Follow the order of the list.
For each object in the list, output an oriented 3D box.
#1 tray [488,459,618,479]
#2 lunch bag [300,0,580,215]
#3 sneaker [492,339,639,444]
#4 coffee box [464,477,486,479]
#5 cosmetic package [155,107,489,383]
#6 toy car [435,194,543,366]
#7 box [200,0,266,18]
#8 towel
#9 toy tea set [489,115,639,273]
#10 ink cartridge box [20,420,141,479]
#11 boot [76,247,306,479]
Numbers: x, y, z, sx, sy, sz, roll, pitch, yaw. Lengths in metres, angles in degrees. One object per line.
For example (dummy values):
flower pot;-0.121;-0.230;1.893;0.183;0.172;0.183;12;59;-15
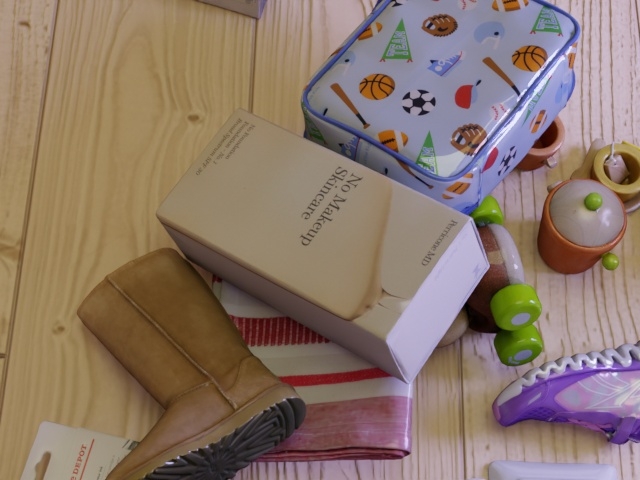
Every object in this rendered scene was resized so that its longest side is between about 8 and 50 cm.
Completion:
tray;0.252;0.357;1.318;0.145;0.030;0.270;2;63;-4
lunch bag;0.132;-0.176;1.418;0.243;0.115;0.303;30;63;24
sneaker;0.305;0.175;1.385;0.236;0.095;0.105;-12;73;-12
coffee box;0.010;0.439;1.078;0.337;0.338;0.335;-13;66;-12
cosmetic package;0.000;0.000;1.335;0.309;0.113;0.160;26;71;29
toy car;0.130;0.064;1.401;0.188;0.149;0.155;-17;53;-1
box;-0.154;-0.378;1.606;0.203;0.103;0.114;16;63;2
towel;-0.012;0.079;1.379;0.237;0.037;0.329;-5;61;17
toy tea set;0.235;-0.099;1.492;0.336;0.124;0.200;25;64;7
ink cartridge box;-0.211;0.258;1.302;0.180;0.060;0.104;14;62;1
boot;-0.175;0.146;1.309;0.236;0.089;0.269;-27;48;-24
